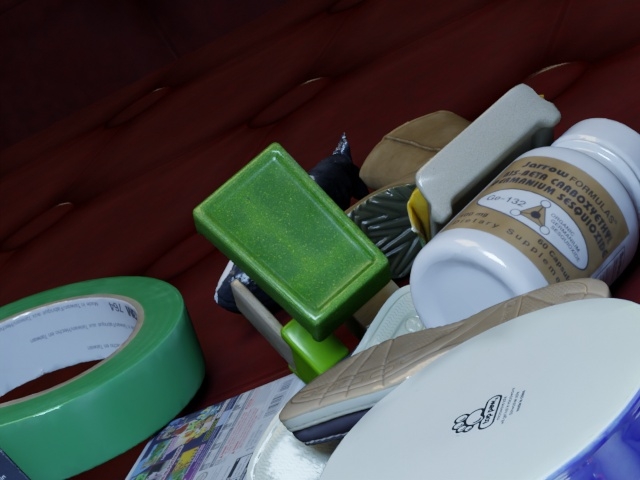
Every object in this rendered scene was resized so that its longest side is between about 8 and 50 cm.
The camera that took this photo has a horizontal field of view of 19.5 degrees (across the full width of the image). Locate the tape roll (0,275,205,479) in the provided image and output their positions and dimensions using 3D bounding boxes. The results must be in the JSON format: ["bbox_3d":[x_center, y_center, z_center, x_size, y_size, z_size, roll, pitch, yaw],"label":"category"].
[{"bbox_3d":[-0.277,0.142,1.858,0.321,0.077,0.321,-16,21,6],"label":"tape roll"}]

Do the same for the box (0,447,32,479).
[{"bbox_3d":[-0.297,0.259,1.569,0.156,0.158,0.093,-44,18,-11],"label":"box"}]

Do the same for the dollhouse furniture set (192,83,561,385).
[{"bbox_3d":[0.059,-0.031,1.649,0.301,0.151,0.197,-41,-22,-13],"label":"dollhouse furniture set"}]

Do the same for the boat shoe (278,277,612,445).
[{"bbox_3d":[0.102,0.114,1.413,0.285,0.092,0.103,-22,14,23],"label":"boat shoe"}]

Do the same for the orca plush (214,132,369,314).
[{"bbox_3d":[0.000,0.000,2.017,0.287,0.102,0.151,-39,-30,-57],"label":"orca plush"}]

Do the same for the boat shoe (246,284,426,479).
[{"bbox_3d":[0.031,0.140,1.543,0.233,0.084,0.079,-46,-18,-21],"label":"boat shoe"}]

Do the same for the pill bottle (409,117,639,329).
[{"bbox_3d":[0.186,-0.002,1.531,0.131,0.131,0.229,-13,22,48],"label":"pill bottle"}]

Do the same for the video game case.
[{"bbox_3d":[-0.104,0.201,1.667,0.183,0.023,0.201,-23,19,27],"label":"video game case"}]

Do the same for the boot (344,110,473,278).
[{"bbox_3d":[0.089,-0.050,1.952,0.236,0.089,0.269,-24,15,-9],"label":"boot"}]

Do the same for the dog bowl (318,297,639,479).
[{"bbox_3d":[0.131,0.154,1.227,0.265,0.104,0.265,-29,16,9],"label":"dog bowl"}]
